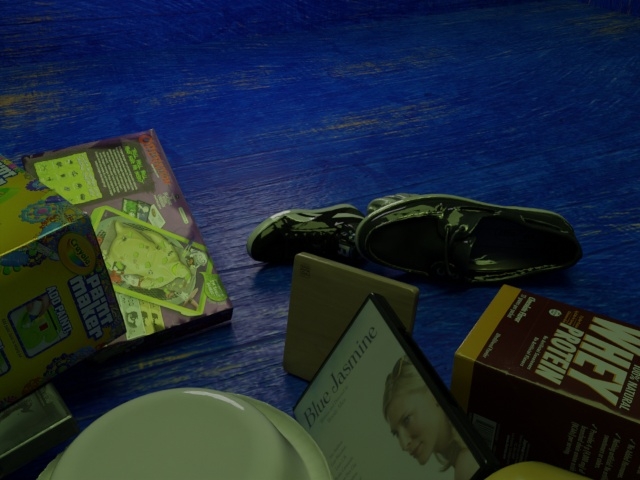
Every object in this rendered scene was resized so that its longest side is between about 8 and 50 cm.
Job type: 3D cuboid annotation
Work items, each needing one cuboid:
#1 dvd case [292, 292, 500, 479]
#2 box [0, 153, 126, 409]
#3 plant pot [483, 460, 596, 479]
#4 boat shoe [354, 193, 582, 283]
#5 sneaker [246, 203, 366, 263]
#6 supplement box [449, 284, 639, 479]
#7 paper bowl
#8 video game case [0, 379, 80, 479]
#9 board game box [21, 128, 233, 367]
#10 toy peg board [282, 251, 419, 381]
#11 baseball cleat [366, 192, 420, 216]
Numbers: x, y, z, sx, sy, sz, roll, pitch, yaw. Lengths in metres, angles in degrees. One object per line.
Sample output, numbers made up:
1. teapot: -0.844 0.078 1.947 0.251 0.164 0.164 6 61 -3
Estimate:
1. dvd case: 0.056 0.190 0.639 0.022 0.180 0.253 22 20 -29
2. box: -0.430 0.048 0.723 0.279 0.177 0.290 -33 44 -33
3. plant pot: 0.206 0.278 0.428 0.254 0.254 0.239 -19 19 -26
4. boat shoe: 0.225 0.009 0.966 0.340 0.127 0.113 6 19 -5
5. sneaker: 0.000 0.000 1.037 0.217 0.079 0.121 -17 33 -26
6. supplement box: 0.235 0.177 0.618 0.194 0.191 0.129 18 36 28
7. paper bowl: -0.126 0.245 0.573 0.284 0.148 0.284 -3 31 2
8. video game case: -0.390 0.227 0.639 0.274 0.026 0.196 -30 19 -26
9. board game box: -0.287 -0.005 0.946 0.208 0.056 0.346 -19 63 -19
10. toy peg board: 0.047 0.103 0.801 0.161 0.160 0.079 16 20 28
11. baseball cleat: 0.185 -0.044 1.112 0.206 0.072 0.109 21 31 28
